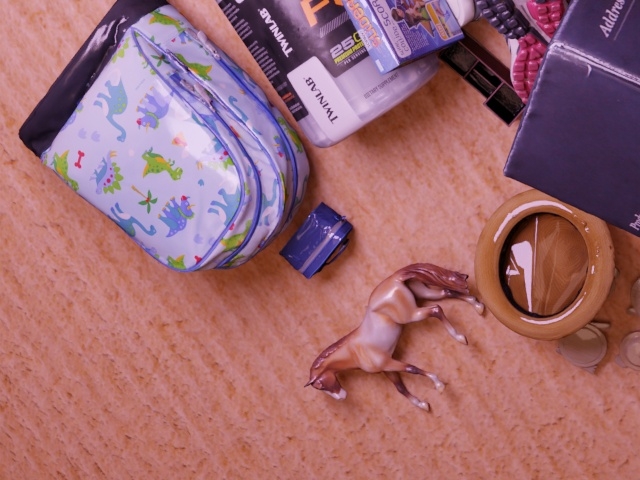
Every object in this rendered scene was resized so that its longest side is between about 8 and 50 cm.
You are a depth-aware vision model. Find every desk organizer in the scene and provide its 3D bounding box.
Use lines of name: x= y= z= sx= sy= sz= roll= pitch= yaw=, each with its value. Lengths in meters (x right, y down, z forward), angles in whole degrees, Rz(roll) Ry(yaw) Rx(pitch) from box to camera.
desk organizer: x=0.208 y=-0.205 z=1.957 sx=0.130 sy=0.050 sz=0.047 roll=41 pitch=115 yaw=1

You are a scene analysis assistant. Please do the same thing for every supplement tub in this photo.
supplement tub: x=-0.011 y=-0.289 z=1.919 sx=0.194 sy=0.193 sz=0.316 roll=-32 pitch=97 yaw=24

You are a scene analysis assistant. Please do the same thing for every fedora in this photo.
fedora: x=0.292 y=0.029 z=1.986 sx=0.194 sy=0.079 sz=0.194 roll=0 pitch=90 yaw=22

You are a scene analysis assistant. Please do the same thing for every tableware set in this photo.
tableware set: x=0.388 y=0.102 z=2.023 sx=0.141 sy=0.020 sz=0.168 roll=14 pitch=112 yaw=11

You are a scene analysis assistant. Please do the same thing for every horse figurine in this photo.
horse figurine: x=0.108 y=0.123 z=2.093 sx=0.174 sy=0.066 sz=0.263 roll=26 pitch=116 yaw=1

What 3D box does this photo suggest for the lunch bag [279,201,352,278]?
lunch bag: x=0.000 y=0.000 z=2.082 sx=0.065 sy=0.067 sz=0.098 roll=40 pitch=113 yaw=1

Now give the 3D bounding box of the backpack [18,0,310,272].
backpack: x=-0.188 y=-0.119 z=2.020 sx=0.355 sy=0.273 sz=0.290 roll=39 pitch=111 yaw=-9

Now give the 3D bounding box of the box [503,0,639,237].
box: x=0.510 y=-0.214 z=1.598 sx=0.472 sy=0.480 sz=0.297 roll=26 pitch=157 yaw=7

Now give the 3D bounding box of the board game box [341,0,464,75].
board game box: x=0.076 y=-0.306 z=1.841 sx=0.035 sy=0.136 sz=0.201 roll=-28 pitch=89 yaw=46

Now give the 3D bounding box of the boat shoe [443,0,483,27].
boat shoe: x=0.138 y=-0.419 z=1.900 sx=0.099 sy=0.116 sz=0.319 roll=-25 pitch=94 yaw=-20

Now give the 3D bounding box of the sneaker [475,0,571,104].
sneaker: x=0.267 y=-0.267 z=1.842 sx=0.121 sy=0.112 sz=0.299 roll=-14 pitch=139 yaw=18
